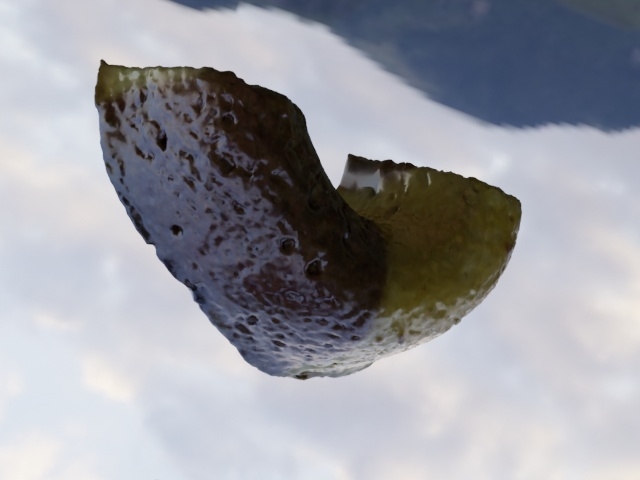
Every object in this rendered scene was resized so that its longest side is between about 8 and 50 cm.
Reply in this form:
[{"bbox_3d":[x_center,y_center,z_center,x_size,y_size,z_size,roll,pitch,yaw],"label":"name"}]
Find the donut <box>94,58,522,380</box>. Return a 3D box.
[{"bbox_3d":[0.000,0.000,1.070,0.295,0.151,0.112,20,162,-32],"label":"donut"}]
